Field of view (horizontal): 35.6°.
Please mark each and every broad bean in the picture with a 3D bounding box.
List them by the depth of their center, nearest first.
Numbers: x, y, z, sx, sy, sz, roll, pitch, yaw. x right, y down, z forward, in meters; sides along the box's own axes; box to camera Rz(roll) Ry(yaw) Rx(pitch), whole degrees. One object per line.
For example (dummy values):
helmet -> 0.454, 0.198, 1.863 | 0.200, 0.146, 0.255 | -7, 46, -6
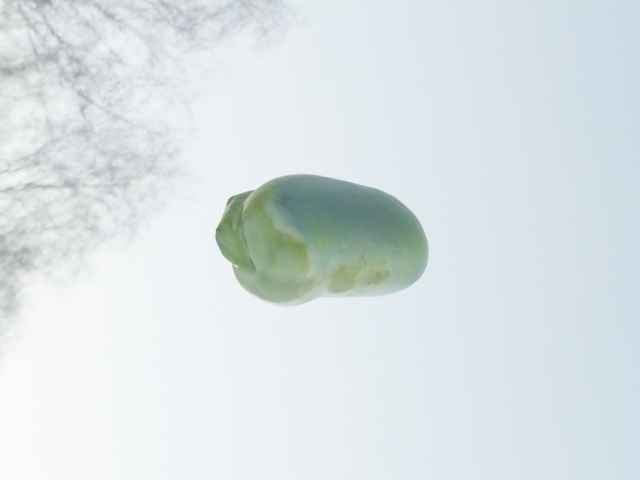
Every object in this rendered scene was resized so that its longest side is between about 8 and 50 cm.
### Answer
broad bean -> 0.000, 0.000, 0.806 | 0.124, 0.174, 0.082 | 58, -46, 32
